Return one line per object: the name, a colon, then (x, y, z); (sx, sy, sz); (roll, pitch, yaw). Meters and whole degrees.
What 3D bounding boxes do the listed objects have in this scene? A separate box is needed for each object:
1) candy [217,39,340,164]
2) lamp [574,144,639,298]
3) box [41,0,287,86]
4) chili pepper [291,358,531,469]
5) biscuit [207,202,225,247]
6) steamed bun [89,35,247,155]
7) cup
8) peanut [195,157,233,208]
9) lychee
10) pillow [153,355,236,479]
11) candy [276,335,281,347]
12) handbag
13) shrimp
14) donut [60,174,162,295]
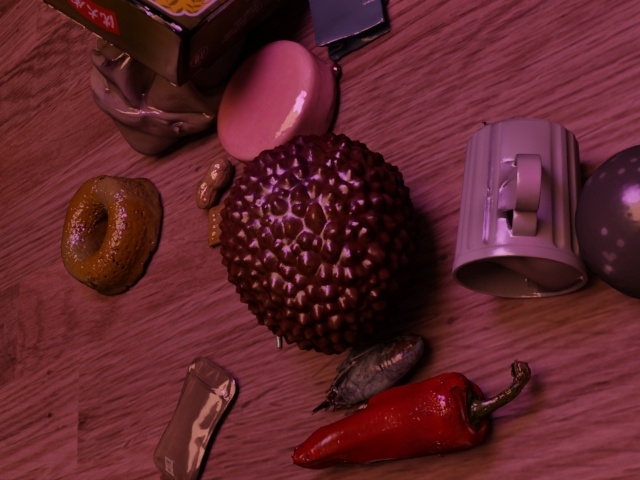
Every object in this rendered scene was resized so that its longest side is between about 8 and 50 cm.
candy: (-0.079, -0.252, 1.436); (0.255, 0.094, 0.255); (-17, 63, 36)
lamp: (0.447, -0.046, 0.896); (0.313, 0.182, 0.182); (-22, 54, -6)
box: (-0.273, -0.518, 1.430); (0.373, 0.138, 0.420); (33, 55, 9)
chili pepper: (0.113, 0.254, 1.070); (0.387, 0.110, 0.110); (-25, 59, 33)
biscuit: (-0.186, -0.034, 1.495); (0.081, 0.018, 0.083); (-20, 61, 34)
steamed bun: (-0.333, -0.383, 1.599); (0.367, 0.255, 0.343); (-15, 62, 34)
cup: (0.270, -0.048, 0.997); (0.221, 0.166, 0.202); (138, 142, -64)
peanut: (-0.210, -0.111, 1.525); (0.054, 0.054, 0.113); (39, 102, 42)
lychee: (0.000, 0.000, 1.139); (0.306, 0.306, 0.330); (-43, 46, 19)
pillow: (-0.226, 0.321, 1.381); (0.130, 0.033, 0.218); (22, 88, 40)
candy: (-0.076, 0.086, 1.343); (0.060, 0.060, 0.201); (-13, 73, 36)
handbag: (0.051, -0.453, 1.437); (0.144, 0.057, 0.221); (-21, 59, 25)
shrimp: (0.062, 0.205, 1.156); (0.233, 0.079, 0.090); (-38, 89, 28)
donut: (-0.459, -0.020, 1.666); (0.272, 0.107, 0.272); (-15, 66, 37)
